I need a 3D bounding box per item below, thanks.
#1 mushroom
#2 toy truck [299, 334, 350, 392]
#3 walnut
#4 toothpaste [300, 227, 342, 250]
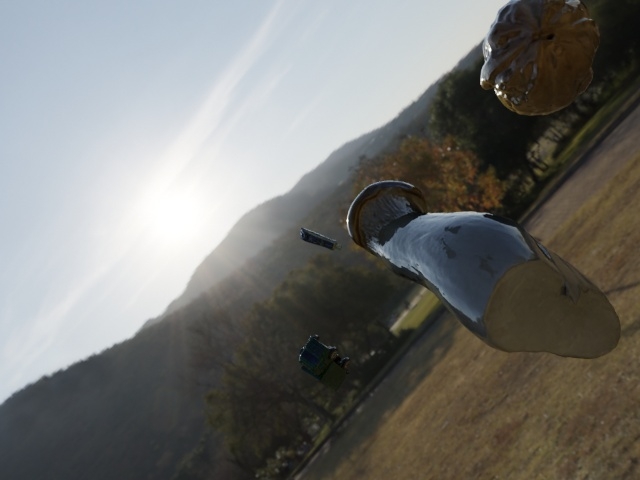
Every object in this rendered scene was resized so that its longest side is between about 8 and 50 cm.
[{"bbox_3d":[0.149,0.023,0.705,0.122,0.159,0.329,-48,31,-4],"label":"mushroom"},{"bbox_3d":[0.008,0.261,1.377,0.079,0.065,0.147,-54,-33,-11],"label":"toy truck"},{"bbox_3d":[0.362,-0.306,1.075,0.198,0.198,0.245,-48,-7,5],"label":"walnut"},{"bbox_3d":[0.000,0.000,1.171,0.019,0.083,0.027,-50,-26,-49],"label":"toothpaste"}]
